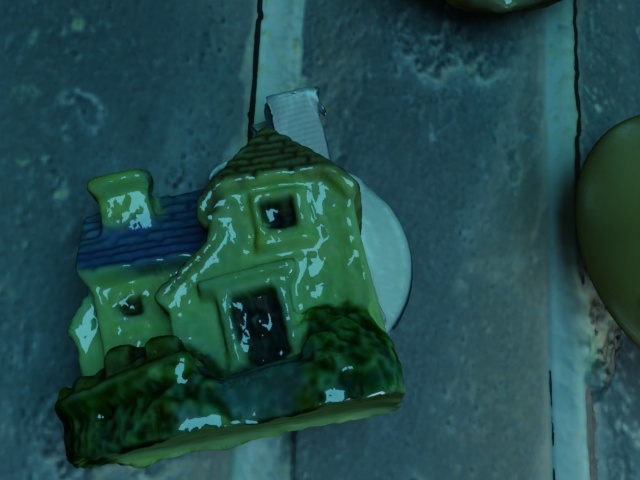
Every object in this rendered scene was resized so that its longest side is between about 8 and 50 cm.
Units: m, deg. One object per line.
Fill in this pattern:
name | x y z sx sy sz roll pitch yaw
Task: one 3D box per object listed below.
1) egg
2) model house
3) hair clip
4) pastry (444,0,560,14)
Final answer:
egg | 0.303 0.005 0.749 0.244 0.201 0.201 42 68 11
model house | -0.068 0.034 0.622 0.214 0.195 0.189 -12 74 3
hair clip | 0.000 0.000 0.736 0.140 0.054 0.220 -16 84 -24
pastry | 0.134 -0.327 0.810 0.329 0.136 0.330 5 74 -17
